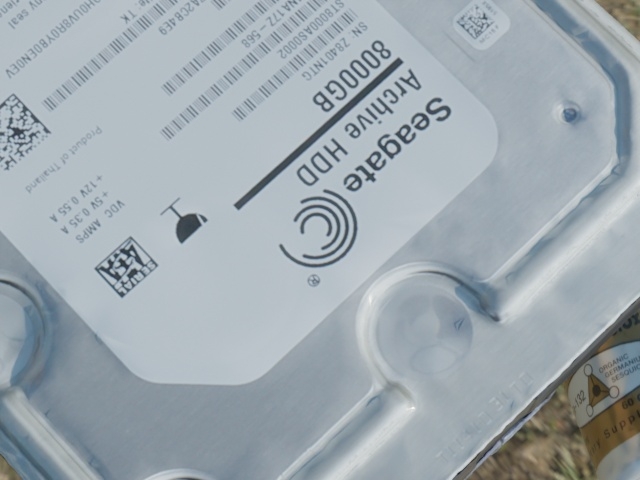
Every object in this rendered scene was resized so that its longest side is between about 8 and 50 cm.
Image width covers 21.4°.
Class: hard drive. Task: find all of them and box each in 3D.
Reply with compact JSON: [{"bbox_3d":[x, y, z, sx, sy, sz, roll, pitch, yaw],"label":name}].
[{"bbox_3d":[-0.059,-0.056,0.557,0.237,0.064,0.339,-42,79,-8],"label":"hard drive"}]

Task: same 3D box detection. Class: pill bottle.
[{"bbox_3d":[0.229,0.063,1.218,0.131,0.131,0.229,-15,63,-4],"label":"pill bottle"}]
